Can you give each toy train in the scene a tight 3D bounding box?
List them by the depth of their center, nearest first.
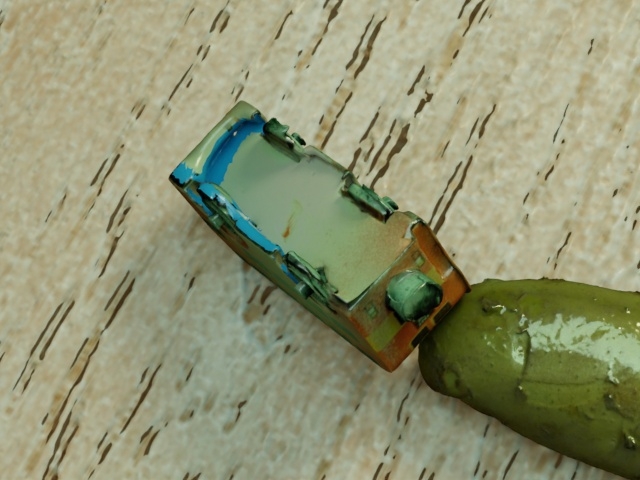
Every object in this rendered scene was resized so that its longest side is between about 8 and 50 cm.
[{"bbox_3d":[0.000,0.000,0.818,0.072,0.099,0.188,-45,51,-11],"label":"toy train"}]

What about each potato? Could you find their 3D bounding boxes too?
[{"bbox_3d":[0.147,0.074,0.820,0.188,0.085,0.105,13,96,11],"label":"potato"}]
